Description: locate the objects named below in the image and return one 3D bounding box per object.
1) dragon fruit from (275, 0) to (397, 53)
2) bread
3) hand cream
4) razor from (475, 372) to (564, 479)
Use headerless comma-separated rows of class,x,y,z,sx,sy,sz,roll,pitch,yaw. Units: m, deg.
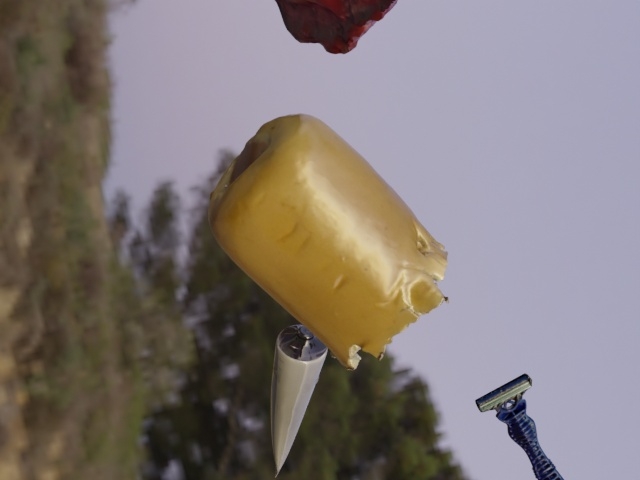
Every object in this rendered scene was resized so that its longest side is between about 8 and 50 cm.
dragon fruit,0.007,-0.273,1.005,0.302,0.240,0.330,-54,161,-45
bread,-0.001,0.001,1.200,0.173,0.085,0.134,43,-44,-11
hand cream,-0.032,0.162,1.799,0.087,0.054,0.186,-90,-170,-48
razor,0.164,0.163,1.253,0.154,0.044,0.028,60,2,-25
